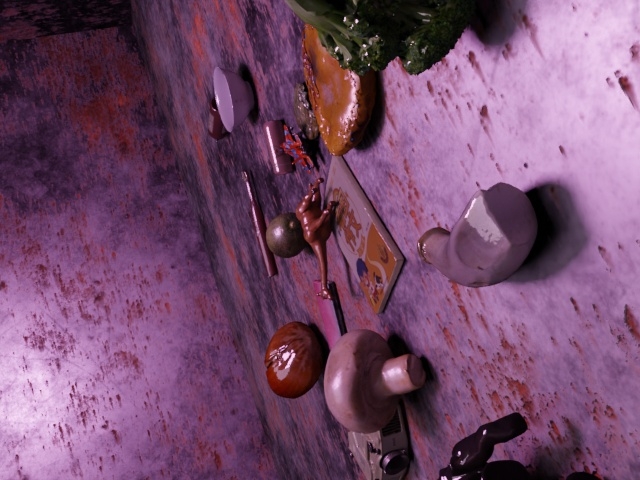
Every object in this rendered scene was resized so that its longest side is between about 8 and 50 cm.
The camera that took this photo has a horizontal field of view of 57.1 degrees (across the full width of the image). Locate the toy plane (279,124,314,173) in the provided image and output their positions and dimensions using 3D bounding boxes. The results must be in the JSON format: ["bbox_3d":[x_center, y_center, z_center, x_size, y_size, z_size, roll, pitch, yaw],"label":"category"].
[{"bbox_3d":[-0.063,-0.223,1.404,0.130,0.061,0.189,60,177,-21],"label":"toy plane"}]

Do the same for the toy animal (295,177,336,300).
[{"bbox_3d":[0.000,0.000,1.347,0.224,0.066,0.230,61,148,31],"label":"toy animal"}]

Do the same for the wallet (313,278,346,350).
[{"bbox_3d":[0.032,0.217,1.546,0.119,0.025,0.232,-177,72,-69],"label":"wallet"}]

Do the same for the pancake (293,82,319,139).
[{"bbox_3d":[-0.036,-0.291,1.343,0.116,0.022,0.130,136,115,-72],"label":"pancake"}]

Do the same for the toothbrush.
[{"bbox_3d":[-0.204,-0.055,1.952,0.041,0.040,0.364,-177,72,-69],"label":"toothbrush"}]

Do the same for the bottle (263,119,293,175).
[{"bbox_3d":[-0.110,-0.242,1.534,0.053,0.053,0.140,-172,67,-69],"label":"bottle"}]

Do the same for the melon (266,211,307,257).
[{"bbox_3d":[-0.087,-0.013,1.557,0.167,0.114,0.114,123,128,-65],"label":"melon"}]

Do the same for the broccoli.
[{"bbox_3d":[0.061,-0.350,0.706,0.307,0.275,0.308,12,109,38],"label":"broccoli"}]

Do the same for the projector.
[{"bbox_3d":[0.129,0.456,1.378,0.193,0.088,0.270,-131,31,-55],"label":"projector"}]

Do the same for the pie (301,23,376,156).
[{"bbox_3d":[0.026,-0.293,1.106,0.273,0.069,0.274,166,90,-69],"label":"pie"}]

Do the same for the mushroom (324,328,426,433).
[{"bbox_3d":[0.110,0.278,1.205,0.206,0.209,0.206,-24,-90,-82],"label":"mushroom"}]

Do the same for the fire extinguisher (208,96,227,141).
[{"bbox_3d":[-0.350,-0.417,2.037,0.231,0.071,0.099,120,159,-65],"label":"fire extinguisher"}]

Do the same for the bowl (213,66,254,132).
[{"bbox_3d":[-0.245,-0.415,1.716,0.189,0.085,0.189,166,90,-71],"label":"bowl"}]

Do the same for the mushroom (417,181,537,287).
[{"bbox_3d":[0.207,0.011,0.814,0.270,0.103,0.118,124,127,-72],"label":"mushroom"}]

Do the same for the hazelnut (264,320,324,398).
[{"bbox_3d":[-0.079,0.346,1.723,0.181,0.181,0.212,69,-176,-57],"label":"hazelnut"}]

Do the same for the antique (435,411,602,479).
[{"bbox_3d":[0.280,0.420,0.807,0.322,0.185,0.255,61,156,22],"label":"antique"}]

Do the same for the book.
[{"bbox_3d":[0.080,-0.014,1.252,0.208,0.020,0.296,101,148,-53],"label":"book"}]
